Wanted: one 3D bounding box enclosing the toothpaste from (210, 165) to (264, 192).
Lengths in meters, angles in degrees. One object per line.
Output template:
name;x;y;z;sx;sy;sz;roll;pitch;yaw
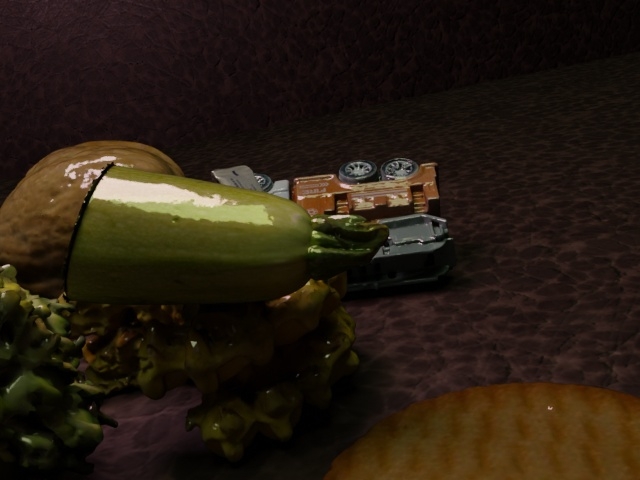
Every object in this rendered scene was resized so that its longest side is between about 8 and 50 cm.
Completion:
toothpaste;-0.053;0.004;0.956;0.060;0.233;0.038;-21;-18;-41

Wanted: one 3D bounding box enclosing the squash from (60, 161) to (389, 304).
squash;-0.093;0.001;0.654;0.288;0.137;0.137;4;22;25

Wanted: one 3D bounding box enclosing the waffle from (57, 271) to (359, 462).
waffle;-0.112;0.086;0.816;0.261;0.151;0.324;-27;25;-34

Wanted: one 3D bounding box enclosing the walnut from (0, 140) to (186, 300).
walnut;-0.309;-0.022;1.099;0.283;0.227;0.282;-3;62;6

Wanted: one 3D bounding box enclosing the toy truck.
toy truck;0.000;0.000;1.047;0.338;0.133;0.184;-7;34;3

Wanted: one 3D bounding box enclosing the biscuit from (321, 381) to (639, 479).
biscuit;0.146;0.187;0.535;0.318;0.040;0.318;-8;17;2

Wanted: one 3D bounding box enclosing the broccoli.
broccoli;-0.337;0.150;0.617;0.334;0.324;0.272;-21;-24;-8
